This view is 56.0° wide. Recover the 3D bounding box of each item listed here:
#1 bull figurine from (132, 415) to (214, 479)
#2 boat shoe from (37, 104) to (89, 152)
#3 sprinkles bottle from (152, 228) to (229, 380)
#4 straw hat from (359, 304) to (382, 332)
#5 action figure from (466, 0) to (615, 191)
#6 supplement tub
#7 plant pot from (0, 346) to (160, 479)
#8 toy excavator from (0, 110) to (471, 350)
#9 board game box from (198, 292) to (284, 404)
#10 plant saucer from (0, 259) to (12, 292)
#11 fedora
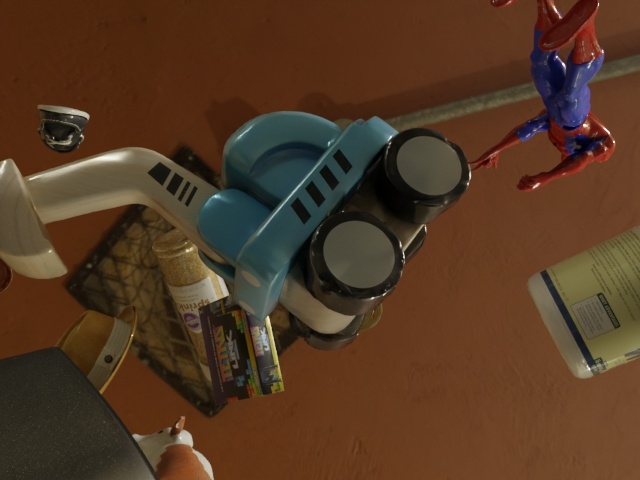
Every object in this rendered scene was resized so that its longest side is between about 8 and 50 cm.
[{"bbox_3d":[-0.158,0.341,0.653,0.310,0.188,0.101,46,-50,24],"label":"bull figurine"},{"bbox_3d":[-0.256,-0.108,0.592,0.046,0.125,0.038,9,-91,-26],"label":"boat shoe"},{"bbox_3d":[-0.258,0.145,1.345,0.121,0.121,0.356,-10,-65,12],"label":"sprinkles bottle"},{"bbox_3d":[0.063,0.117,1.226,0.144,0.061,0.145,10,-58,16],"label":"straw hat"},{"bbox_3d":[0.195,-0.109,0.560,0.139,0.280,0.092,-38,-122,15],"label":"action figure"},{"bbox_3d":[0.612,0.112,1.206,0.324,0.235,0.236,-28,-80,17],"label":"supplement tub"},{"bbox_3d":[-0.270,0.194,0.484,0.188,0.187,0.167,-30,-102,28],"label":"plant pot"},{"bbox_3d":[-0.113,-0.038,0.751,0.445,0.222,0.433,37,-114,8],"label":"toy excavator"},{"bbox_3d":[-0.135,0.176,0.994,0.141,0.048,0.171,-25,-106,44],"label":"board game box"},{"bbox_3d":[-0.526,0.053,0.935,0.083,0.013,0.084,-16,-53,-22],"label":"plant saucer"},{"bbox_3d":[-0.355,0.170,0.911,0.079,0.194,0.194,35,-70,-23],"label":"fedora"}]
